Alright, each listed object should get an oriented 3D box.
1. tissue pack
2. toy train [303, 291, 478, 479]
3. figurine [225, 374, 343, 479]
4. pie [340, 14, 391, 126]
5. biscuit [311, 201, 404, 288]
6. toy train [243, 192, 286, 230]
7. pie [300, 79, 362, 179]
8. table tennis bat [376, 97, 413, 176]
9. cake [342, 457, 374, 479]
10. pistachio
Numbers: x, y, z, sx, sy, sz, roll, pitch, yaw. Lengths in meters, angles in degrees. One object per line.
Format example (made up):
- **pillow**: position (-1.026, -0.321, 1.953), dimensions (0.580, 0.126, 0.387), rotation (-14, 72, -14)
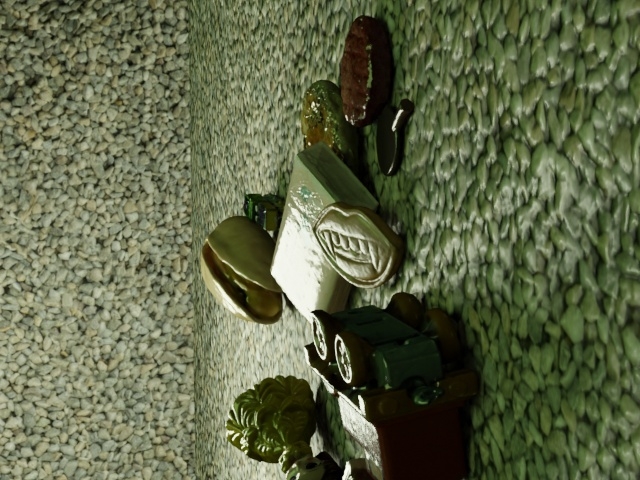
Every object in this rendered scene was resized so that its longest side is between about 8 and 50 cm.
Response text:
- **tissue pack**: position (0.000, 0.000, 2.026), dimensions (0.170, 0.071, 0.325), rotation (48, 146, 25)
- **toy train**: position (0.098, 0.208, 1.613), dimensions (0.369, 0.163, 0.232), rotation (-154, 55, -73)
- **figurine**: position (-0.046, 0.402, 2.173), dimensions (0.315, 0.187, 0.168), rotation (-132, 33, -59)
- **pie**: position (0.070, -0.271, 1.874), dimensions (0.182, 0.049, 0.182), rotation (-179, 90, -75)
- **biscuit**: position (0.056, 0.009, 1.846), dimensions (0.220, 0.029, 0.142), rotation (19, 126, 50)
- **toy train**: position (-0.116, -0.064, 2.535), dimensions (0.202, 0.081, 0.060), rotation (-139, 50, -70)
- **pie**: position (0.017, -0.151, 2.077), dimensions (0.274, 0.055, 0.274), rotation (173, 90, -75)
- **table tennis bat**: position (0.062, -0.164, 1.775), dimensions (0.170, 0.119, 0.107), rotation (115, 149, -63)
- **cake**: position (0.092, 0.398, 1.684), dimensions (0.147, 0.134, 0.135), rotation (-115, 29, -43)
- **pistachio**: position (-0.161, 0.065, 2.560), dimensions (0.299, 0.187, 0.187), rotation (-127, 36, -47)
